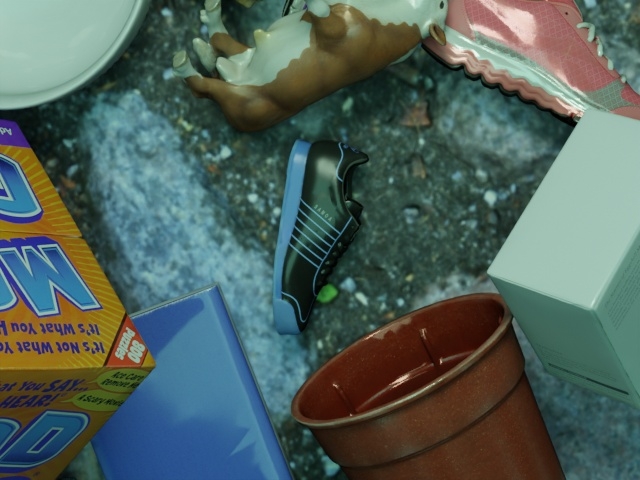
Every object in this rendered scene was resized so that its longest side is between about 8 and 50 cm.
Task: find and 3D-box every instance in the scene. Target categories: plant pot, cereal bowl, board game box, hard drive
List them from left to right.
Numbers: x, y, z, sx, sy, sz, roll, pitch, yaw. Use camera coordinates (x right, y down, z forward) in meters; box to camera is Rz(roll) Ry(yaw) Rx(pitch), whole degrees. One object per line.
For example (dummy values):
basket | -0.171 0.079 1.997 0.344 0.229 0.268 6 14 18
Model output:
board game box | -0.466 0.103 1.586 0.356 0.356 0.356 -47 61 26
cereal bowl | -0.340 -0.317 1.740 0.339 0.141 0.339 1 97 5
hard drive | -0.162 0.235 1.850 0.210 0.040 0.318 -20 95 5
plant pot | 0.147 0.239 1.739 0.272 0.272 0.265 -26 103 6

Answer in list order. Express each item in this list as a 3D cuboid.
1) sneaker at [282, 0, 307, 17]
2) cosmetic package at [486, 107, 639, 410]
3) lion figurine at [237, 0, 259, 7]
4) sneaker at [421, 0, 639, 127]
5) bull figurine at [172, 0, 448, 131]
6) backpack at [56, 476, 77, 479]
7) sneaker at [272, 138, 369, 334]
sneaker | 0.013 -0.310 1.775 0.071 0.068 0.170 19 106 -15
cosmetic package | 0.317 0.021 1.662 0.138 0.224 0.224 20 68 36
lion figurine | -0.068 -0.474 1.715 0.240 0.142 0.392 31 93 -8
sneaker | 0.275 -0.206 1.739 0.314 0.116 0.136 25 96 0
bull figurine | -0.010 -0.222 1.706 0.310 0.101 0.188 -31 133 26
backpack | -0.342 0.337 1.812 0.144 0.166 0.188 -16 98 -11
sneaker | 0.000 0.000 1.794 0.090 0.081 0.232 8 96 9
